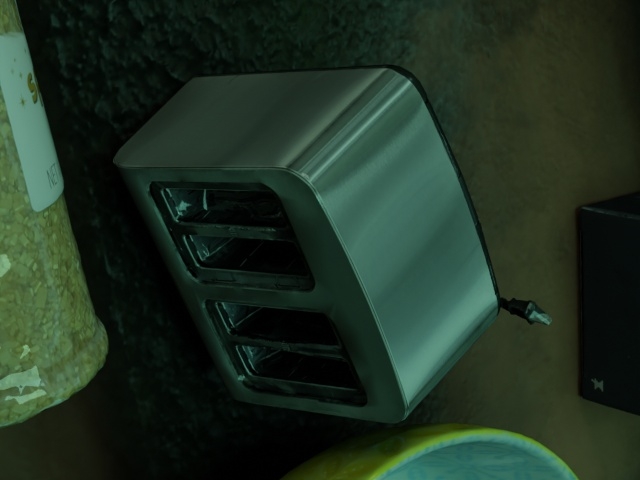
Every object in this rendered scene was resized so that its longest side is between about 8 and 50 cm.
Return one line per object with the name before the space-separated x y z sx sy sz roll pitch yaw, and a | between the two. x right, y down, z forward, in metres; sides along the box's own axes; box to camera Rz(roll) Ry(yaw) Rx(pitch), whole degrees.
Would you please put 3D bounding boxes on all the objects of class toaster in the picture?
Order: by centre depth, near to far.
toaster | 0.000 0.000 0.792 0.110 0.186 0.168 -46 125 -37

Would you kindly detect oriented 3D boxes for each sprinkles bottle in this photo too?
sprinkles bottle | -0.192 -0.092 0.654 0.121 0.121 0.355 -25 114 -35

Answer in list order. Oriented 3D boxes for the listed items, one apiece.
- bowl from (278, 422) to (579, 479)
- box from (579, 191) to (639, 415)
bowl | 0.021 0.235 0.871 0.289 0.156 0.289 -8 102 -40
box | 0.299 0.037 1.107 0.207 0.108 0.153 -15 108 -39
